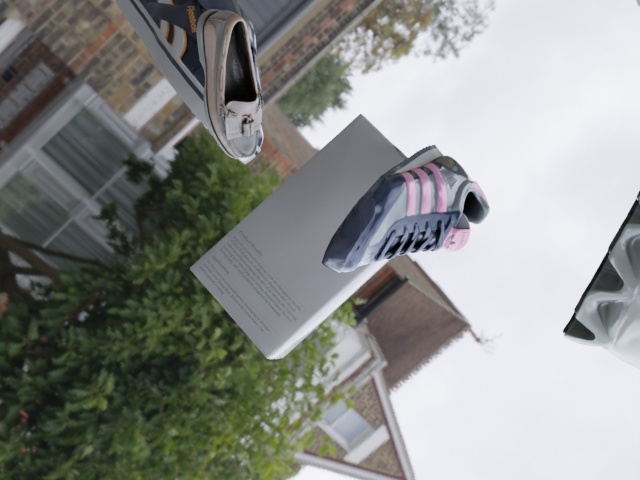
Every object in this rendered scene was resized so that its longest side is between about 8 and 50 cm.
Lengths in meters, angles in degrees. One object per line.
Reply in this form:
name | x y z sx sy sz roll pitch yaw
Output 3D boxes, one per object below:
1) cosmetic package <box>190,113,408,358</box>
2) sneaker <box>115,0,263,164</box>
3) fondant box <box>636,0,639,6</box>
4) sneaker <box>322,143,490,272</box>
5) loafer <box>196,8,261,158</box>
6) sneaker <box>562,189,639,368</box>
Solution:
cosmetic package | 0.000 0.000 1.148 0.365 0.197 0.155 -41 170 -3
sneaker | -0.137 -0.238 0.876 0.127 0.126 0.321 -38 -118 4
fondant box | 0.592 -0.537 1.220 0.096 0.330 0.238 -36 -149 7
sneaker | 0.126 -0.027 0.921 0.319 0.131 0.112 -38 164 -47
loafer | -0.070 -0.123 0.581 0.045 0.125 0.039 -30 -146 -35
sneaker | 0.267 -0.022 0.423 0.146 0.330 0.122 30 -124 23
